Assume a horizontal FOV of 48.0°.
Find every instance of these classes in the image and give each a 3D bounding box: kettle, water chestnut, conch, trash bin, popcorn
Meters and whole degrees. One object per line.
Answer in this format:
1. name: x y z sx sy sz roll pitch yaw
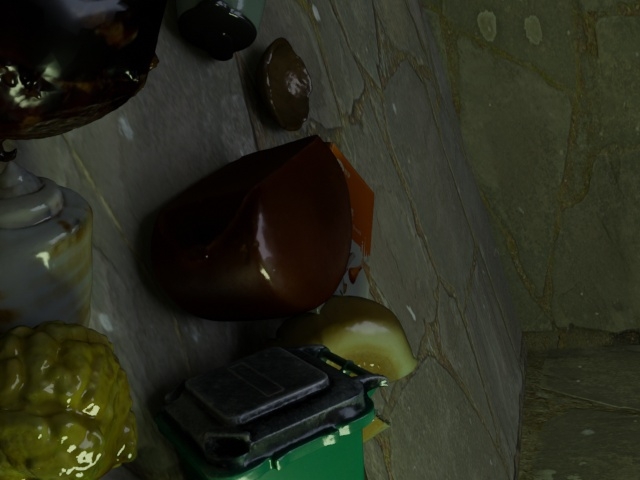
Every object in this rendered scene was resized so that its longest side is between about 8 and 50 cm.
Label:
1. kettle: -0.168 -0.440 1.259 0.221 0.161 0.237 104 -12 -72
2. water chestnut: -0.331 -0.223 0.738 0.335 0.347 0.335 25 36 -20
3. conch: -0.314 0.031 0.831 0.158 0.127 0.255 -58 134 -54
4. trash bin: -0.050 0.368 1.071 0.295 0.259 0.382 -17 109 -29
5. popcorn: -0.305 0.190 0.767 0.226 0.203 0.201 168 -94 -78

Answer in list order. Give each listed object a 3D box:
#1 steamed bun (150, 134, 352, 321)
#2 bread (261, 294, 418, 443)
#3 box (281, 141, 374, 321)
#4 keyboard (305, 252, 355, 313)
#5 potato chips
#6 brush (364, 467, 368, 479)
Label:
1. steamed bun: -0.089 0.000 1.177 0.248 0.234 0.379 70 26 -17
2. bread: 0.012 0.242 1.313 0.160 0.333 0.333 50 -8 52
3. box: 0.000 0.000 1.471 0.225 0.143 0.342 44 46 -52
4. keyboard: 0.011 0.074 1.261 0.166 0.055 0.017 -54 128 -47
5. potato chips: -0.082 -0.321 1.486 0.208 0.061 0.196 -59 140 -54
6. brush: 0.117 0.599 1.659 0.054 0.048 0.283 -40 117 -64
